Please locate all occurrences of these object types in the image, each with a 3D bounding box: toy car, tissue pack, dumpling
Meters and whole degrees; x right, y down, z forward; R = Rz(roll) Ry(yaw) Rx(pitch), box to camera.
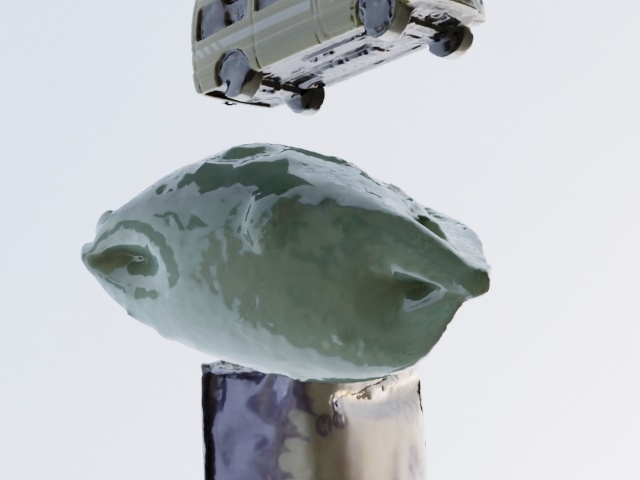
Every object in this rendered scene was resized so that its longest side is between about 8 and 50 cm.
[{"bbox_3d":[0.007,-0.186,0.959,0.101,0.256,0.125,5,-105,-46],"label":"toy car"},{"bbox_3d":[0.005,0.260,1.001,0.242,0.125,0.344,7,-101,-63],"label":"tissue pack"},{"bbox_3d":[-0.005,-0.005,0.588,0.149,0.216,0.105,-59,-37,-35],"label":"dumpling"}]
